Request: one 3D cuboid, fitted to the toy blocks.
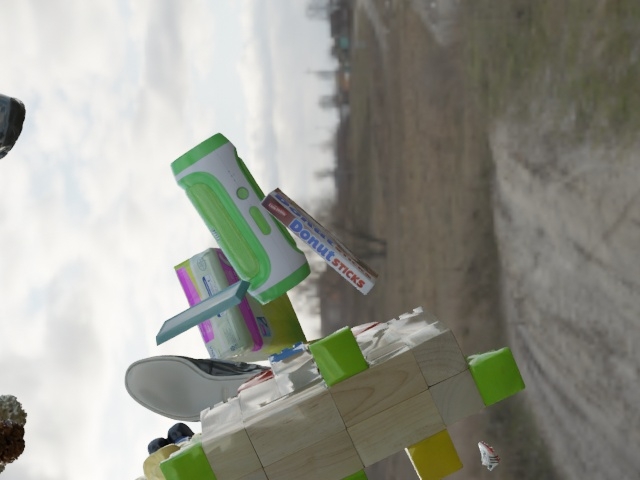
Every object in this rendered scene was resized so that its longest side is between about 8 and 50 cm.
[{"bbox_3d":[0.011,0.182,1.290,0.261,0.381,0.190,-141,26,-81],"label":"toy blocks"}]

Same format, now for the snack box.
[{"bbox_3d":[0.000,0.000,1.445,0.022,0.178,0.064,-49,0,13],"label":"snack box"}]

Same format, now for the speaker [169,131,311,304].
[{"bbox_3d":[-0.141,-0.038,1.972,0.296,0.131,0.131,57,-174,-5],"label":"speaker"}]

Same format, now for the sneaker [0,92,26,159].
[{"bbox_3d":[-0.543,-0.174,1.574,0.130,0.286,0.109,31,-114,-60],"label":"sneaker"}]

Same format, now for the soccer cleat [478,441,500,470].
[{"bbox_3d":[0.358,0.463,2.402,0.035,0.029,0.083,-50,-49,-15],"label":"soccer cleat"}]

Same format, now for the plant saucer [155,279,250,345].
[{"bbox_3d":[-0.206,0.123,1.931,0.018,0.192,0.067,53,-155,-17],"label":"plant saucer"}]

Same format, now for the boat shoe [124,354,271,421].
[{"bbox_3d":[-0.173,0.261,1.937,0.095,0.335,0.112,24,-110,-71],"label":"boat shoe"}]

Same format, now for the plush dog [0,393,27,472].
[{"bbox_3d":[-0.554,0.336,1.662,0.225,0.262,0.210,127,130,-65],"label":"plush dog"}]

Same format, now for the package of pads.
[{"bbox_3d":[-0.160,0.131,2.272,0.296,0.101,0.229,11,-127,-66],"label":"package of pads"}]

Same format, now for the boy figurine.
[{"bbox_3d":[-0.276,0.405,2.020,0.092,0.177,0.285,55,177,0],"label":"boy figurine"}]
